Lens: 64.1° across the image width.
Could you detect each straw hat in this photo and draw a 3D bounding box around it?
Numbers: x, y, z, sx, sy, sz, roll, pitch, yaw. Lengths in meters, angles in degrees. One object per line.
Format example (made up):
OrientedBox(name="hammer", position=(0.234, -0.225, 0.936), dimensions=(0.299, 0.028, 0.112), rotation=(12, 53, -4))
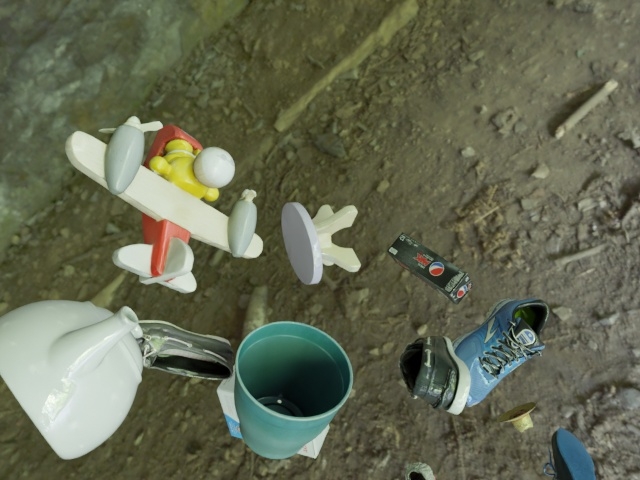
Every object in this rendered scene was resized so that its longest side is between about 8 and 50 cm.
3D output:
OrientedBox(name="straw hat", position=(0.629, 0.564, 1.600), dimensions=(0.145, 0.144, 0.061), rotation=(-33, 75, 20))

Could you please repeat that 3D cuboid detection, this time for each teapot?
OrientedBox(name="teapot", position=(-0.360, 0.184, 0.777), dimensions=(0.256, 0.252, 0.187), rotation=(25, 47, 39))

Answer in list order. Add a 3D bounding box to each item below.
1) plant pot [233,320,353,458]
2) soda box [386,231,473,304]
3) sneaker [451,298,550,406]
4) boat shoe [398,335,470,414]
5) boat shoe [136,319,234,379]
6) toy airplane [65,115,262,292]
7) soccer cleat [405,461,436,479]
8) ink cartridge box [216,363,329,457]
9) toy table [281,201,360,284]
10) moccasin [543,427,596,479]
OrientedBox(name="plant pot", position=(-0.087, 0.382, 1.232), dimensions=(0.271, 0.272, 0.255), rotation=(-104, 25, -50))
OrientedBox(name="soda box", position=(0.213, 0.053, 1.004), dimensions=(0.053, 0.060, 0.169), rotation=(-49, 50, -3))
OrientedBox(name="sneaker", position=(0.398, 0.230, 1.136), dimensions=(0.330, 0.129, 0.147), rotation=(-42, 0, -29))
OrientedBox(name="boat shoe", position=(0.196, 0.230, 0.963), dimensions=(0.302, 0.091, 0.114), rotation=(114, 175, -87))
OrientedBox(name="boat shoe", position=(-0.359, 0.275, 1.255), dimensions=(0.112, 0.335, 0.095), rotation=(-55, 38, 23))
OrientedBox(name="toy airplane", position=(-0.294, -0.088, 1.085), dimensions=(0.273, 0.384, 0.386), rotation=(-33, 3, 21))
OrientedBox(name="soccer cleat", position=(0.234, 0.565, 1.215), dimensions=(0.068, 0.076, 0.196), rotation=(-54, 3, -9))
OrientedBox(name="ink cartridge box", position=(-0.142, 0.529, 1.606), dimensions=(0.308, 0.223, 0.129), rotation=(6, 32, 22))
OrientedBox(name="toy table", position=(0.000, 0.000, 1.516), dimensions=(0.252, 0.161, 0.274), rotation=(-56, 46, 54))
OrientedBox(name="moccasin", position=(0.737, 0.708, 1.524), dimensions=(0.116, 0.138, 0.342), rotation=(-64, -4, 26))
